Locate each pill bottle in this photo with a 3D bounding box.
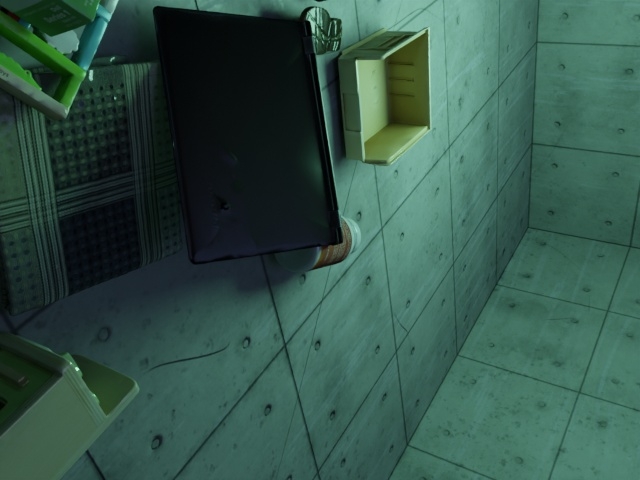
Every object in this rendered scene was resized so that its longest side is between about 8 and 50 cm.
[{"bbox_3d":[0.000,0.000,1.384,0.216,0.121,0.121,-10,110,-57],"label":"pill bottle"}]

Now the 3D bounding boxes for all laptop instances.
[{"bbox_3d":[-0.102,-0.166,1.103,0.408,0.236,0.382,121,-39,-89],"label":"laptop"}]

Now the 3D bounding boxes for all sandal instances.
[{"bbox_3d":[-0.008,-0.427,1.273,0.219,0.060,0.090,-43,143,-65],"label":"sandal"}]

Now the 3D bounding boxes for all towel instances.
[{"bbox_3d":[-0.327,-0.090,0.885,0.312,0.056,0.324,-26,126,-50],"label":"towel"}]

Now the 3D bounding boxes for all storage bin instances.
[{"bbox_3d":[0.158,-0.351,1.510,0.260,0.123,0.262,-43,136,-44],"label":"storage bin"}]

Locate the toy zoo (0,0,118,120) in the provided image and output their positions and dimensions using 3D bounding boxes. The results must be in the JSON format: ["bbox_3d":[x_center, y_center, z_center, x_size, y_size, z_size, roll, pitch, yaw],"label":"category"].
[{"bbox_3d":[-0.333,-0.318,0.741,0.192,0.030,0.293,35,65,-48],"label":"toy zoo"}]

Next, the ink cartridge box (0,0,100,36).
[{"bbox_3d":[-0.328,-0.345,0.643,0.219,0.092,0.160,28,69,-50],"label":"ink cartridge box"}]

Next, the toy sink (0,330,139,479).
[{"bbox_3d":[-0.379,0.212,0.803,0.234,0.152,0.131,-49,139,-38],"label":"toy sink"}]
